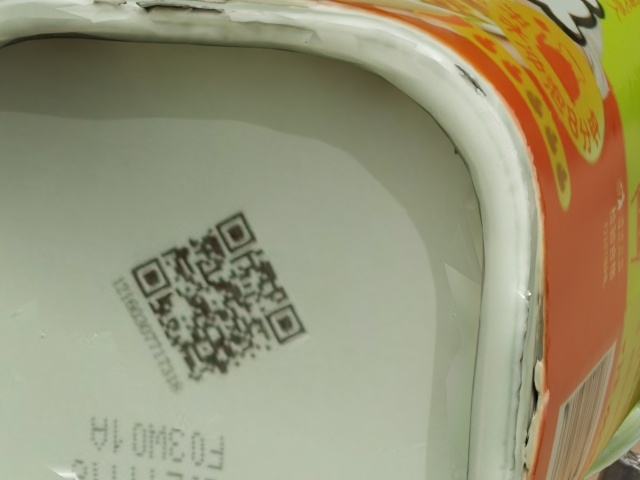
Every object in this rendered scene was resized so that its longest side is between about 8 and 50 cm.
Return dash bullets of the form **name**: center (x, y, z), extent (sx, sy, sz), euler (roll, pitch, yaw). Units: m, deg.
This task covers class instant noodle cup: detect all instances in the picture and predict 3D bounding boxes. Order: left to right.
- **instant noodle cup**: center (0.000, 0.000, 0.692), extent (0.294, 0.308, 0.294), euler (3, 102, 14)

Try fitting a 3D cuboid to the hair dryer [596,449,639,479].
- **hair dryer**: center (0.185, 0.234, 1.257), extent (0.050, 0.195, 0.173), euler (16, 97, -2)
